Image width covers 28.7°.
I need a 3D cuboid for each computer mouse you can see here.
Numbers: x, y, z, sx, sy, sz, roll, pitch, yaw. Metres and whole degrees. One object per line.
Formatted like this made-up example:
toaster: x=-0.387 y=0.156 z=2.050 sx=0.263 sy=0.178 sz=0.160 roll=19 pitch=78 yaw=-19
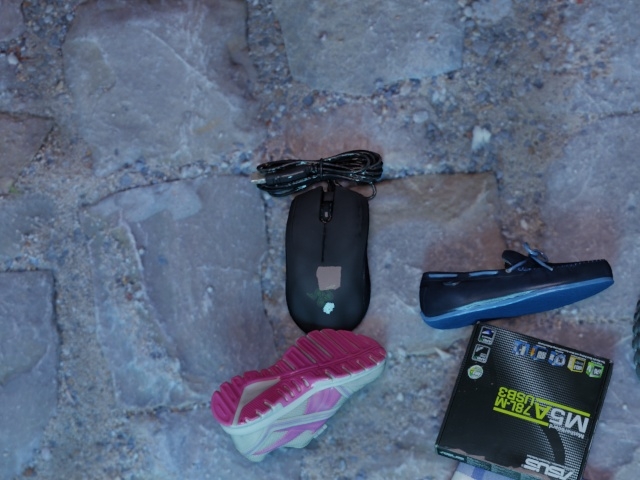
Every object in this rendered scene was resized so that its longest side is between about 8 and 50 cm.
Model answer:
computer mouse: x=0.000 y=0.000 z=1.733 sx=0.188 sy=0.072 sz=0.272 roll=-6 pitch=73 yaw=7

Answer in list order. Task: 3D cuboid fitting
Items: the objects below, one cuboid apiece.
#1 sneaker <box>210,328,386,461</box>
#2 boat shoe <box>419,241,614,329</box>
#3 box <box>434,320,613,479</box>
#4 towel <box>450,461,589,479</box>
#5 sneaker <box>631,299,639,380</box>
sneaker: x=-0.024 y=0.207 z=1.668 sx=0.252 sy=0.111 sz=0.103 roll=-23 pitch=42 yaw=-18
boat shoe: x=0.255 y=0.049 z=1.661 sx=0.258 sy=0.109 sz=0.089 roll=-10 pitch=69 yaw=4
box: x=0.265 y=0.217 z=1.626 sx=0.190 sy=0.045 sz=0.184 roll=17 pitch=65 yaw=15
towel: x=0.231 y=0.410 z=1.587 sx=0.209 sy=0.034 sz=0.285 roll=21 pitch=72 yaw=16
sneaker: x=0.485 y=0.060 z=1.620 sx=0.115 sy=0.105 sz=0.281 roll=20 pitch=81 yaw=7
